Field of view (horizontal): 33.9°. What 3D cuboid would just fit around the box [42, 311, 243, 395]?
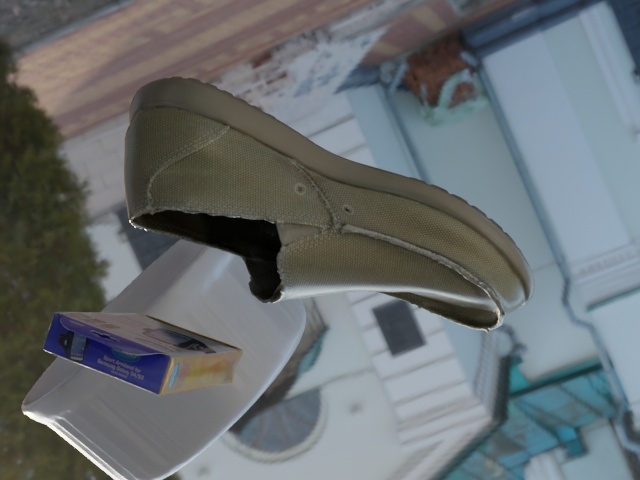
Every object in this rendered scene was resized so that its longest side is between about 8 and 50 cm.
[{"bbox_3d":[-0.110,0.069,0.655,0.081,0.028,0.136,18,-177,17],"label":"box"}]

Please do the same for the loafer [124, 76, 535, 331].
[{"bbox_3d":[0.000,0.000,0.629,0.092,0.269,0.102,-69,-170,-20],"label":"loafer"}]

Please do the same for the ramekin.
[{"bbox_3d":[-0.144,0.109,1.029,0.277,0.135,0.277,-41,-170,9],"label":"ramekin"}]
